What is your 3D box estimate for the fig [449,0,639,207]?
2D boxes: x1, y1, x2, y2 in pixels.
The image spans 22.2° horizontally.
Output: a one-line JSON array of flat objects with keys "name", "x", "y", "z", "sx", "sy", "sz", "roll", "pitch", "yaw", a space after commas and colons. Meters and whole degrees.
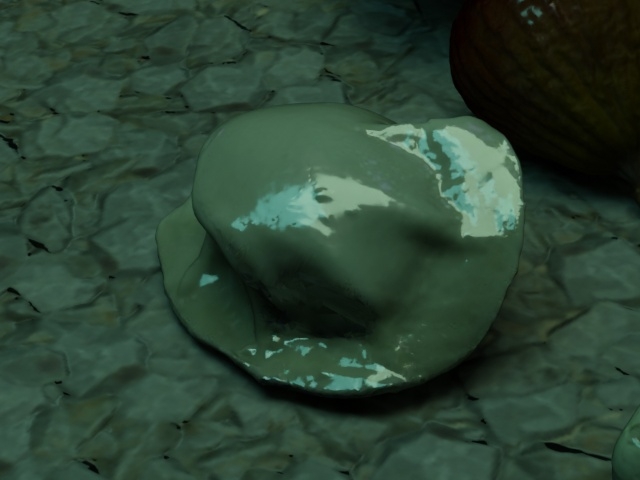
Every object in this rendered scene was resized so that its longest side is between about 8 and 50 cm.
[{"name": "fig", "x": 0.118, "y": -0.075, "z": 0.813, "sx": 0.119, "sy": 0.119, "sz": 0.153, "roll": -1, "pitch": 80, "yaw": 5}]

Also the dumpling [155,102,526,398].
[{"name": "dumpling", "x": 0.001, "y": 0.000, "z": 0.726, "sx": 0.176, "sy": 0.092, "sz": 0.150, "roll": 7, "pitch": 52, "yaw": 8}]

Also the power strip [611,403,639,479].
[{"name": "power strip", "x": 0.221, "y": 0.040, "z": 0.674, "sx": 0.118, "sy": 0.046, "sz": 0.270, "roll": 16, "pitch": 43, "yaw": 29}]
